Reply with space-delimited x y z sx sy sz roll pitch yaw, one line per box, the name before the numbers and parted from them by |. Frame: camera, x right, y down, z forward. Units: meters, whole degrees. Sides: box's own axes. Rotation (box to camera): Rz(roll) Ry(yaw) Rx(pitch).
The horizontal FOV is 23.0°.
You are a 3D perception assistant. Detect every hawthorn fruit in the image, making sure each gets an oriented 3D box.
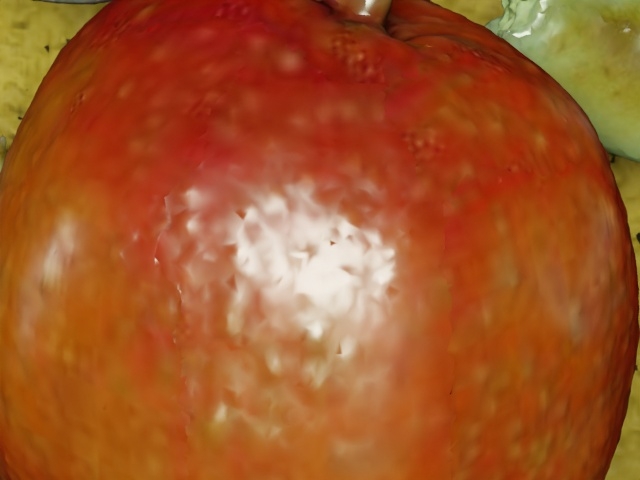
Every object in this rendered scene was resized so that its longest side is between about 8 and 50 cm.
hawthorn fruit | 0.000 0.000 0.428 0.196 0.196 0.225 14 124 7

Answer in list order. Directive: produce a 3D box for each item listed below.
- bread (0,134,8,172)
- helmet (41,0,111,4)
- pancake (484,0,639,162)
bread | -0.172 0.072 0.527 0.139 0.143 0.229 3 99 21
helmet | -0.074 -0.162 0.469 0.153 0.107 0.177 -25 100 9
pancake | 0.226 -0.098 0.429 0.376 0.054 0.197 -20 113 10
